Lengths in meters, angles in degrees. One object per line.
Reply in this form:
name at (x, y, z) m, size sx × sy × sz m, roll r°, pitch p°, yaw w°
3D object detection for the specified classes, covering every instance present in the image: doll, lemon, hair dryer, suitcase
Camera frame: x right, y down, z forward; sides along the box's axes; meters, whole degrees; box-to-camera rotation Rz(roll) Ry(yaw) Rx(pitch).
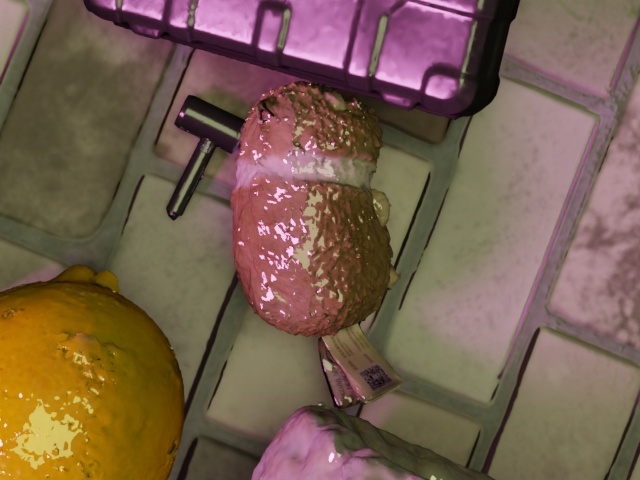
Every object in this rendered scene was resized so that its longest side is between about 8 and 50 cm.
doll at (-0.005, 0.003, 1.112) m, size 0.115 × 0.105 × 0.221 m, roll -16°, pitch 103°, yaw -49°
lemon at (-0.171, 0.111, 1.057) m, size 0.173 × 0.173 × 0.206 m, roll 16°, pitch 75°, yaw -7°
hair dryer at (-0.087, -0.054, 1.142) m, size 0.047 × 0.026 × 0.083 m, roll 25°, pitch 95°, yaw -5°
suitcase at (-0.005, -0.207, 1.056) m, size 0.285 × 0.066 × 0.206 m, roll 17°, pitch 103°, yaw 19°

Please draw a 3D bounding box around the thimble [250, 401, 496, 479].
thimble at (0.064, 0.233, 1.029) m, size 0.291 × 0.291 × 0.195 m, roll 23°, pitch 86°, yaw -7°
